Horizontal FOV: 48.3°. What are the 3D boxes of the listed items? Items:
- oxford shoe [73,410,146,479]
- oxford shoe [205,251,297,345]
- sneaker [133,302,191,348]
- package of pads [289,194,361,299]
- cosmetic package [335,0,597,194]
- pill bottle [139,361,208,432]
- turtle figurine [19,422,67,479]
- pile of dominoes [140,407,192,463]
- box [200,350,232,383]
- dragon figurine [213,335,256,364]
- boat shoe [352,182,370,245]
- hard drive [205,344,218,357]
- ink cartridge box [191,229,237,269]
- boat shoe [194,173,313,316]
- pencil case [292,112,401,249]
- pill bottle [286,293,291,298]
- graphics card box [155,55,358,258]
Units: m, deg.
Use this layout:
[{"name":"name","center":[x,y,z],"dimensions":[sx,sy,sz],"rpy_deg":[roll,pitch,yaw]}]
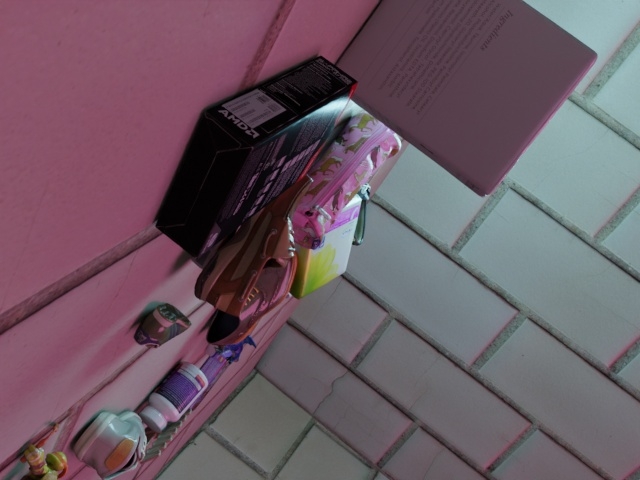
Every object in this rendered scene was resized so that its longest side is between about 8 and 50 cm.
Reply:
[{"name":"oxford shoe","center":[-0.497,0.514,1.769],"dimensions":[0.169,0.130,0.449],"rpy_deg":[-54,177,-17]},{"name":"oxford shoe","center":[-0.195,0.163,2.024],"dimensions":[0.364,0.130,0.132],"rpy_deg":[-55,166,14]},{"name":"sneaker","center":[-0.326,0.178,1.449],"dimensions":[0.086,0.064,0.192],"rpy_deg":[-44,173,-3]},{"name":"package of pads","center":[0.000,0.000,2.098],"dimensions":[0.229,0.101,0.297],"rpy_deg":[-27,139,-44]},{"name":"cosmetic package","center":[0.288,-0.334,1.483],"dimensions":[0.327,0.393,0.329],"rpy_deg":[-53,173,8]},{"name":"pill bottle","center":[-0.419,0.447,2.032],"dimensions":[0.193,0.108,0.108],"rpy_deg":[-48,172,-36]},{"name":"turtle figurine","center":[-0.549,0.475,1.337],"dimensions":[0.217,0.087,0.270],"rpy_deg":[-47,172,-41]},{"name":"pile of dominoes","center":[-0.480,0.570,2.004],"dimensions":[0.195,0.040,0.251],"rpy_deg":[-16,-164,20]},{"name":"box","center":[-0.421,0.511,2.612],"dimensions":[0.293,0.057,0.201],"rpy_deg":[-53,174,3]},{"name":"dragon figurine","center":[-0.256,0.310,2.245],"dimensions":[0.144,0.085,0.289],"rpy_deg":[-33,144,-3]},{"name":"boat shoe","center":[0.112,-0.135,2.206],"dimensions":[0.114,0.091,0.303],"rpy_deg":[-20,120,-55]},{"name":"hard drive","center":[-0.256,0.251,2.428],"dimensions":[0.210,0.040,0.318],"rpy_deg":[-56,173,26]},{"name":"ink cartridge box","center":[-0.174,-0.031,1.444],"dimensions":[0.145,0.045,0.179],"rpy_deg":[-56,170,34]},{"name":"boat shoe","center":[-0.110,0.009,1.401],"dimensions":[0.324,0.119,0.122],"rpy_deg":[-53,177,-15]},{"name":"pencil case","center":[0.041,-0.156,1.800],"dimensions":[0.386,0.167,0.160],"rpy_deg":[-50,141,-24]},{"name":"pill bottle","center":[-0.077,0.084,2.434],"dimensions":[0.221,0.121,0.121],"rpy_deg":[-50,173,-23]},{"name":"graphics card box","center":[-0.092,-0.146,1.156],"dimensions":[0.233,0.094,0.371],"rpy_deg":[-57,174,37]}]
